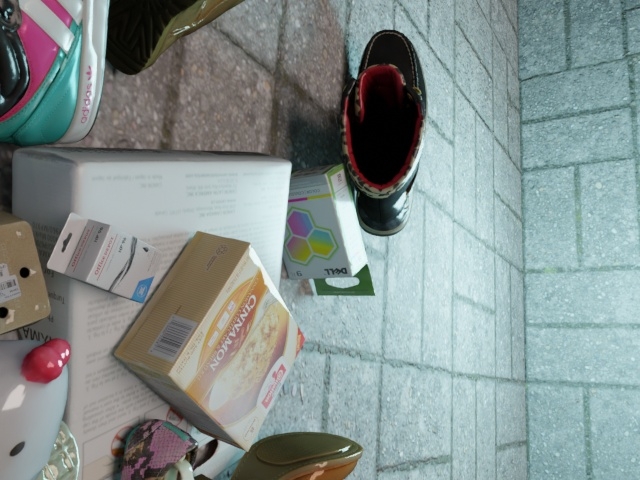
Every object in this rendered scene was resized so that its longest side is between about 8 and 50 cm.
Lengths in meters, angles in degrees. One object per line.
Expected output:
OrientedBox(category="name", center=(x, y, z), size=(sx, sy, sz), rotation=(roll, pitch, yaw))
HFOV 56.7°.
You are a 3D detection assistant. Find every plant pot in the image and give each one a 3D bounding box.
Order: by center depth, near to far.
OrientedBox(category="plant pot", center=(-0.264, 0.030, 0.432), size=(0.109, 0.096, 0.109), rotation=(-23, 105, -58))

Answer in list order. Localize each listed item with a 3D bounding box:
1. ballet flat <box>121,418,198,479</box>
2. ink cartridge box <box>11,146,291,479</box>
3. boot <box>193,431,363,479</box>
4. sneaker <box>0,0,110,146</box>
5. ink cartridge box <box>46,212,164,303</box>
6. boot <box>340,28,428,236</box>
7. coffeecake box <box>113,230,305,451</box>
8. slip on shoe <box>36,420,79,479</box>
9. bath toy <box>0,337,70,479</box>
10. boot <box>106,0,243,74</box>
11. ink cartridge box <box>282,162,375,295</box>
OrientedBox(category="ballet flat", center=(-0.153, 0.280, 0.552), size=(0.077, 0.079, 0.221), rotation=(2, 99, -60))
OrientedBox(category="ink cartridge box", center=(-0.165, 0.097, 0.637), size=(0.308, 0.091, 0.385), rotation=(-13, 114, -59))
OrientedBox(category="boot", center=(-0.055, 0.364, 0.700), size=(0.283, 0.109, 0.220), rotation=(-9, 99, -49))
OrientedBox(category="sneaker", center=(-0.253, -0.205, 0.420), size=(0.178, 0.123, 0.296), rotation=(-29, 132, -58))
OrientedBox(category="ink cartridge box", center=(-0.169, 0.015, 0.474), size=(0.083, 0.028, 0.048), rotation=(39, 67, -58))
OrientedBox(category="boot", center=(0.107, -0.210, 0.967), size=(0.284, 0.138, 0.377), rotation=(47, 50, -79))
OrientedBox(category="coffeecake box", center=(-0.098, 0.106, 0.597), size=(0.142, 0.068, 0.185), rotation=(-62, 149, -29))
OrientedBox(category="slip on shoe", center=(-0.310, 0.110, 0.342), size=(0.331, 0.101, 0.123), rotation=(37, 33, -37))
OrientedBox(category="bath toy", center=(-0.262, 0.005, 0.286), size=(0.348, 0.129, 0.151), rotation=(48, 28, -14))
OrientedBox(category="boot", center=(-0.108, -0.311, 0.636), size=(0.089, 0.236, 0.269), rotation=(47, 45, -14))
OrientedBox(category="ink cartridge box", center=(0.000, 0.000, 0.864), size=(0.062, 0.109, 0.209), rotation=(-40, 120, -54))
